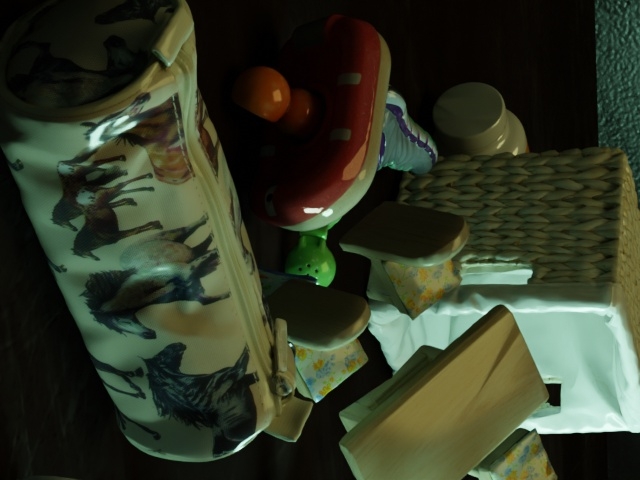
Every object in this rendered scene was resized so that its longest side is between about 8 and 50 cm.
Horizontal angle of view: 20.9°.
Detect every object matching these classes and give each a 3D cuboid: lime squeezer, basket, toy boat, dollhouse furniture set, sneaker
[{"bbox_3d":[0.000,0.000,1.934,0.110,0.058,0.310,37,57,-67],"label":"lime squeezer"},{"bbox_3d":[0.264,0.068,2.308,0.331,0.328,0.266,64,30,-53],"label":"basket"},{"bbox_3d":[-0.027,-0.129,1.763,0.151,0.151,0.231,21,69,-38],"label":"toy boat"},{"bbox_3d":[0.079,0.227,1.589,0.394,0.256,0.362,-38,117,-23],"label":"dollhouse furniture set"},{"bbox_3d":[0.073,-0.116,2.135,0.098,0.083,0.224,-61,150,-11],"label":"sneaker"}]

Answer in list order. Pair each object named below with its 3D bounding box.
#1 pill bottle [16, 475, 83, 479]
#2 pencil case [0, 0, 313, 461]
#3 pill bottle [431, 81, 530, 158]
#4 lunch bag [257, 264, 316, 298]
[{"bbox_3d":[-0.198,0.281,1.308,0.112,0.112,0.187,53,43,-61],"label":"pill bottle"},{"bbox_3d":[-0.128,-0.009,1.372,0.160,0.183,0.410,-68,152,-44],"label":"pencil case"},{"bbox_3d":[0.231,-0.107,2.463,0.246,0.136,0.136,67,31,-51],"label":"pill bottle"},{"bbox_3d":[-0.061,0.118,1.726,0.129,0.096,0.151,-43,143,-63],"label":"lunch bag"}]
